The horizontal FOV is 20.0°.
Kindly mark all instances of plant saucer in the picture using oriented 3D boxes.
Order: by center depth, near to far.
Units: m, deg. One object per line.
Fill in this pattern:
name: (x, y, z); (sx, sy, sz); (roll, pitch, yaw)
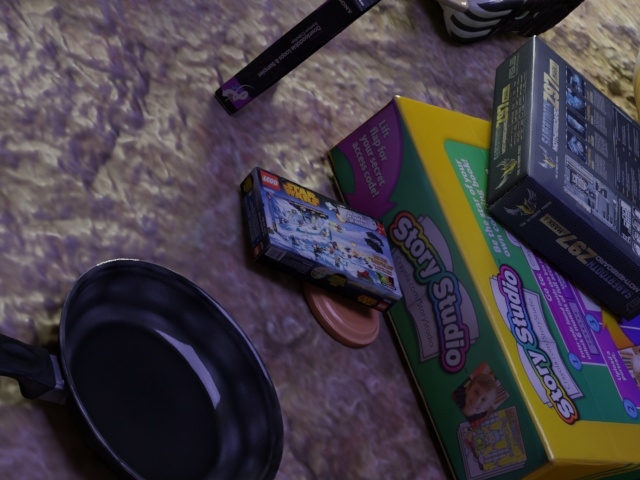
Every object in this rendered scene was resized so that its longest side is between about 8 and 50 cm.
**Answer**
plant saucer: (0.020, 0.051, 1.515); (0.083, 0.013, 0.083); (33, 37, -29)

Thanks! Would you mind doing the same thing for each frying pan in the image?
frying pan: (-0.142, 0.114, 1.204); (0.326, 0.053, 0.197); (-18, 73, -55)

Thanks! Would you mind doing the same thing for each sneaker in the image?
sneaker: (0.198, -0.316, 2.036); (0.281, 0.106, 0.162); (-15, 68, -56)

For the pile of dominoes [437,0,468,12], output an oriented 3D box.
pile of dominoes: (0.031, -0.337, 1.870); (0.251, 0.040, 0.196); (19, 44, -35)

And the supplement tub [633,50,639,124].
supplement tub: (0.493, -0.142, 2.112); (0.241, 0.241, 0.331); (35, 36, -27)

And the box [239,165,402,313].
box: (0.000, 0.000, 1.505); (0.137, 0.027, 0.094); (23, 36, -30)

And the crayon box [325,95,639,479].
crayon box: (0.194, 0.067, 1.641); (0.313, 0.106, 0.363); (9, 51, -47)

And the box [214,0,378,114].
box: (-0.007, -0.178, 1.565); (0.029, 0.162, 0.116); (51, 31, -3)

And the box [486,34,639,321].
box: (0.239, -0.061, 1.670); (0.183, 0.059, 0.233); (37, 33, -21)
